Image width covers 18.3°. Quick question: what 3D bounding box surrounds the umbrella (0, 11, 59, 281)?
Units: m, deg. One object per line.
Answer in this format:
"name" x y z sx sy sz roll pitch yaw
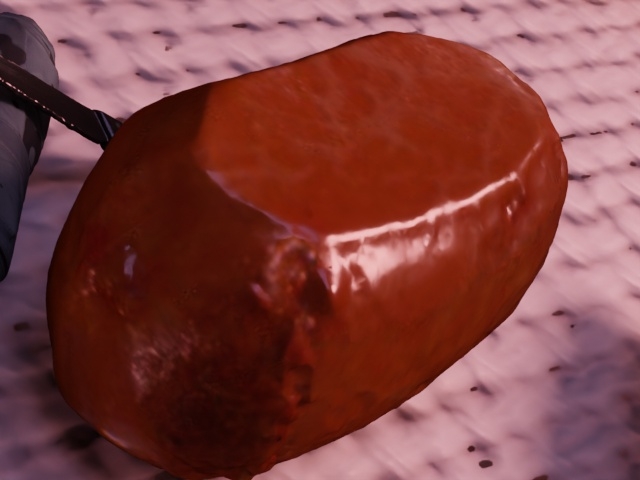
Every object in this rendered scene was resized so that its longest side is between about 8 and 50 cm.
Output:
"umbrella" -0.151 -0.016 0.837 0.053 0.052 0.250 53 24 -31

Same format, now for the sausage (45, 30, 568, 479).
"sausage" -0.001 0.001 0.848 0.153 0.141 0.268 44 40 16

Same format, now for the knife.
"knife" -0.109 -0.056 0.891 0.170 0.010 0.023 31 31 -49
